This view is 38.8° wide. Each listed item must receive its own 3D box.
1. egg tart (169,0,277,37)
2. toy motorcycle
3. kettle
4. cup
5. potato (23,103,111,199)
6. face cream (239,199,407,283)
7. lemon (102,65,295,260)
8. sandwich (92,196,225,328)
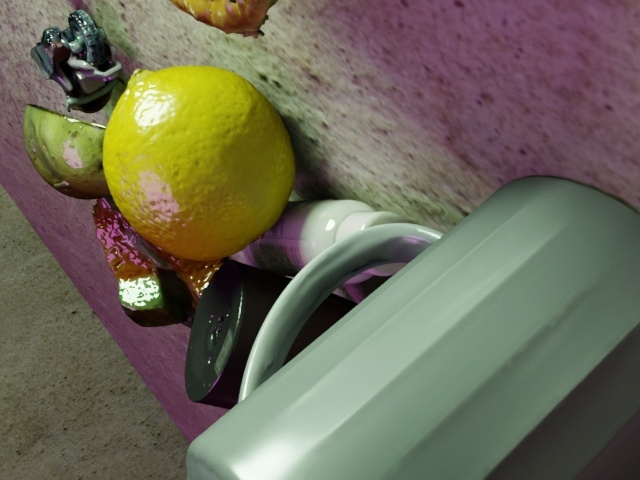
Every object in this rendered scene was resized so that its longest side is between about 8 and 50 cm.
[{"bbox_3d":[-0.072,-0.262,0.559,0.291,0.107,0.291,45,157,26],"label":"egg tart"},{"bbox_3d":[-0.297,-0.217,1.133,0.122,0.082,0.213,58,160,-19],"label":"toy motorcycle"},{"bbox_3d":[-0.014,0.116,0.953,0.232,0.144,0.202,19,-172,-23],"label":"kettle"},{"bbox_3d":[0.061,0.123,0.624,0.323,0.327,0.237,35,155,40],"label":"cup"},{"bbox_3d":[-0.322,-0.111,1.227,0.160,0.111,0.271,12,-174,-33],"label":"potato"},{"bbox_3d":[0.000,0.000,0.893,0.082,0.082,0.269,57,158,-17],"label":"face cream"},{"bbox_3d":[-0.117,-0.077,0.865,0.203,0.178,0.178,56,159,-23],"label":"lemon"},{"bbox_3d":[-0.239,0.043,1.360,0.301,0.162,0.250,55,155,-21],"label":"sandwich"}]
